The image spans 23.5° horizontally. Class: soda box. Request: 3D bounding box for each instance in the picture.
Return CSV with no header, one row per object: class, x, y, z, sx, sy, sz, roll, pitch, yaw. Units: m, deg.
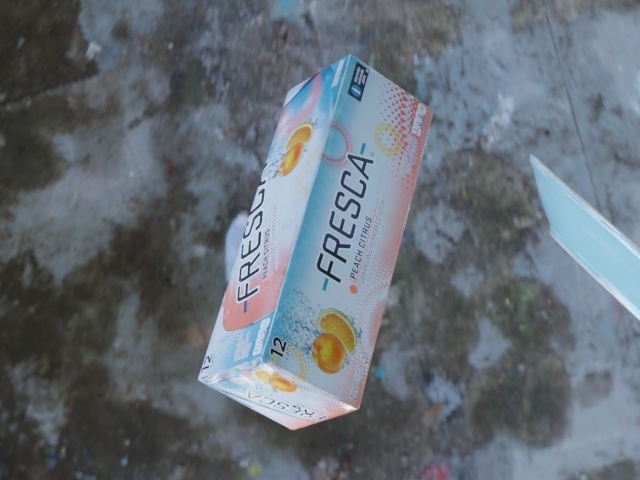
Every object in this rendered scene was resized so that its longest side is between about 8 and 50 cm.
soda box,0.000,0.000,0.781,0.063,0.183,0.058,32,147,-26

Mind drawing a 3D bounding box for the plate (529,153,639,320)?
plate,0.157,0.032,0.699,0.188,0.188,0.024,41,97,-15
